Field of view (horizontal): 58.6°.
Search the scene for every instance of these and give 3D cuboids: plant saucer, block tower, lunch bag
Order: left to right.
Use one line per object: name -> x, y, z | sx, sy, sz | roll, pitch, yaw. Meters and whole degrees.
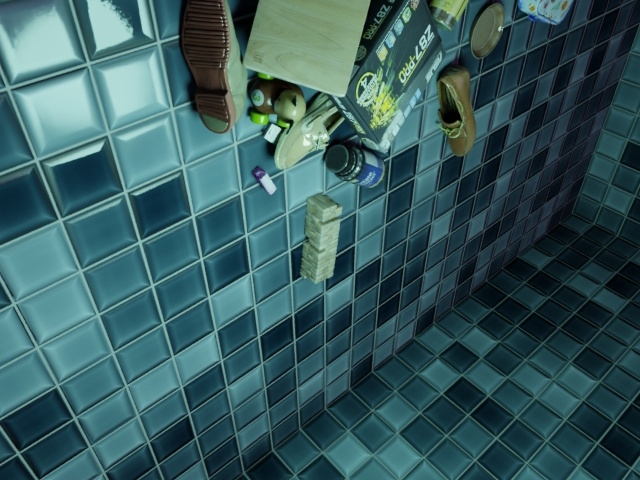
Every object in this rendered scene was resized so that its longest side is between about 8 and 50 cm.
block tower -> 0.000, 0.000, 2.016 | 0.091, 0.097, 0.336 | -24, 137, -35
plant saucer -> 0.608, -0.777, 2.111 | 0.198, 0.036, 0.199 | -30, 139, -30
lunch bag -> 0.886, -0.967, 2.210 | 0.303, 0.115, 0.243 | -8, 127, -47

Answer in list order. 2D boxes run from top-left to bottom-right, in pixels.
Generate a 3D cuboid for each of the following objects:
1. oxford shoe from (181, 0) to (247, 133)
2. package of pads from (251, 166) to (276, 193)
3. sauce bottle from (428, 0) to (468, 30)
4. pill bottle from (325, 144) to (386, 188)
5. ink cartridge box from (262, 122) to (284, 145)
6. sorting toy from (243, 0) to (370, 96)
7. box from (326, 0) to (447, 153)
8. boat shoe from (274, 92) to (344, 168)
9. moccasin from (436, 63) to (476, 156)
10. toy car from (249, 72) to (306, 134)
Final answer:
oxford shoe -> -0.243, -0.439, 1.365 | 0.130, 0.123, 0.348 | -55, 156, -48
package of pads -> -0.167, -0.178, 1.702 | 0.032, 0.050, 0.083 | -46, 145, -11
sauce bottle -> 0.457, -0.845, 1.809 | 0.111, 0.111, 0.344 | 14, 108, -54
pill bottle -> 0.116, -0.251, 1.910 | 0.219, 0.123, 0.123 | 9, 112, -52
ink cartridge box -> -0.134, -0.307, 1.650 | 0.083, 0.028, 0.048 | 21, 101, -55
sorting toy -> -0.036, -0.508, 1.403 | 0.257, 0.089, 0.256 | 15, 92, -10
box -> 0.203, -0.507, 1.693 | 0.395, 0.097, 0.318 | -58, 146, -7
boat shoe -> -0.019, -0.319, 1.679 | 0.302, 0.098, 0.109 | -51, 154, -19
moccasin -> 0.508, -0.471, 2.167 | 0.147, 0.139, 0.380 | -39, 143, -18
toy car -> -0.099, -0.352, 1.485 | 0.148, 0.188, 0.155 | 2, 122, -20
